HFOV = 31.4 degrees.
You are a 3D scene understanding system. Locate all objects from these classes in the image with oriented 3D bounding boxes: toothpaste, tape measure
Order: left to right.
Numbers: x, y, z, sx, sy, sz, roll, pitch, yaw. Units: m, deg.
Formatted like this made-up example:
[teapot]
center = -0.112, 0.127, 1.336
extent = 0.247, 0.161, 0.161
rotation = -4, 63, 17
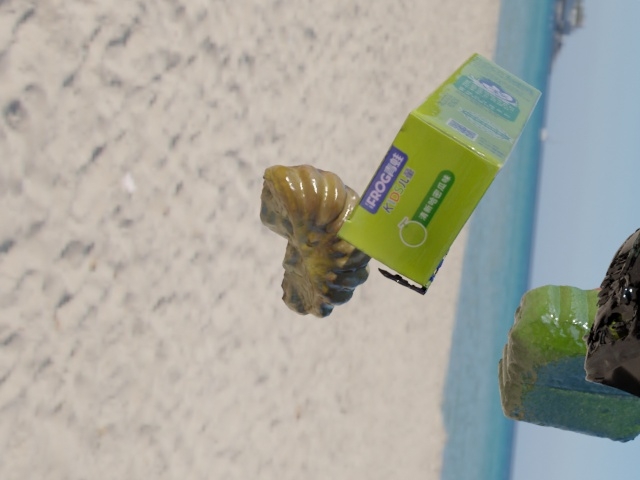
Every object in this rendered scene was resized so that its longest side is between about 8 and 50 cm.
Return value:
[toothpaste]
center = 0.106, -0.068, 0.919
extent = 0.110, 0.077, 0.327
rotation = -61, 175, 22
[tape measure]
center = 0.304, 0.062, 0.866
extent = 0.112, 0.199, 0.186
rotation = -29, -149, 59

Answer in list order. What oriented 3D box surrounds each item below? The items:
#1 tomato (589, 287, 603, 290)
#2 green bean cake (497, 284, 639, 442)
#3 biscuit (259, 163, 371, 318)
[tomato]
center = 0.486, 0.166, 1.863
extent = 0.136, 0.195, 0.195
rotation = -56, 155, -31
[green bean cake]
center = 0.394, 0.181, 1.716
extent = 0.125, 0.248, 0.222
rotation = -83, -177, -52
[biscuit]
center = 0.000, 0.000, 1.220
extent = 0.061, 0.118, 0.183
rotation = -98, 175, -67
